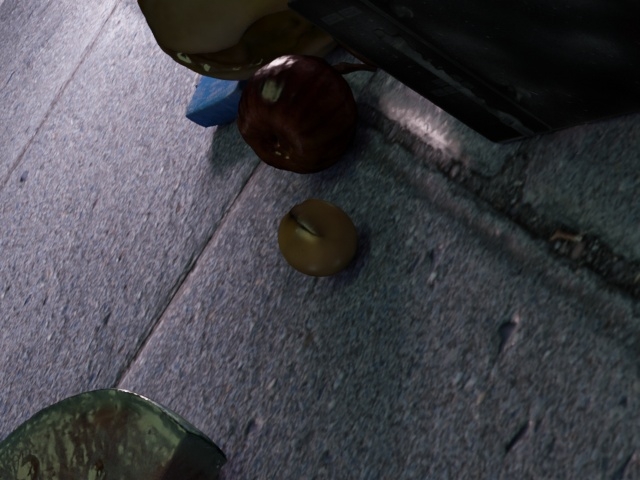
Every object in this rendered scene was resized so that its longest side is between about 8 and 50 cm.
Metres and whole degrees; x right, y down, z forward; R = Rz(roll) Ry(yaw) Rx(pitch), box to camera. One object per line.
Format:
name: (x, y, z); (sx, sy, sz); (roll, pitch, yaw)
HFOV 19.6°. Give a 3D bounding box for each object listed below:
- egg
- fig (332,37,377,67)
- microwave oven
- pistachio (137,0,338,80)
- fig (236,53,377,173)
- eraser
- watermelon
egg: (0.000, 0.000, 1.726); (0.071, 0.071, 0.083); (-55, 35, 7)
fig: (0.098, -0.224, 1.740); (0.175, 0.207, 0.175); (-49, -14, -16)
microwave oven: (0.224, -0.292, 1.417); (0.432, 0.236, 0.374); (-10, 51, 61)
pistachio: (-0.084, -0.278, 2.078); (0.288, 0.166, 0.197); (2, 65, 34)
fig: (-0.012, -0.138, 1.867); (0.150, 0.128, 0.128); (-51, 23, 5)
eraser: (-0.062, -0.283, 2.250); (0.144, 0.042, 0.312); (-16, 47, 58)
watermelon: (-0.202, 0.275, 1.768); (0.318, 0.148, 0.226); (-28, 53, 28)
